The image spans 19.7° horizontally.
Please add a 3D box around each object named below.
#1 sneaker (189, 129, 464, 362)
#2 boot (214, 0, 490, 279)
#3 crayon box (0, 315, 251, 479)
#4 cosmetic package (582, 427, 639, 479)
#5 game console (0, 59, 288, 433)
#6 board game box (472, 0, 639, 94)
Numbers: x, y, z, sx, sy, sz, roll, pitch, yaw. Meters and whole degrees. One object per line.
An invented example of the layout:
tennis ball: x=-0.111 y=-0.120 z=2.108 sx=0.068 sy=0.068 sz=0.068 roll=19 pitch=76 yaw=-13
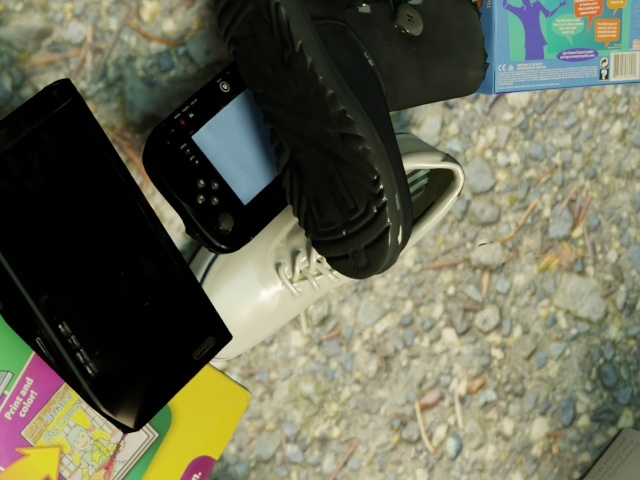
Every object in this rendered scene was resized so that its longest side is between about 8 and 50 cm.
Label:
sneaker: x=0.000 y=0.000 z=1.386 sx=0.258 sy=0.091 sz=0.094 roll=-41 pitch=116 yaw=-21
boot: x=0.054 y=-0.105 z=1.343 sx=0.207 sy=0.094 sz=0.246 roll=-14 pitch=74 yaw=-43
crayon box: x=-0.266 y=0.176 z=1.238 sx=0.313 sy=0.106 sz=0.363 roll=37 pitch=76 yaw=-30
cosmetic package: x=0.311 y=0.287 z=1.592 sx=0.151 sy=0.151 sz=0.184 roll=-47 pitch=119 yaw=-18
game console: x=-0.097 y=-0.044 z=1.278 sx=0.361 sy=0.044 sz=0.213 roll=-46 pitch=110 yaw=-43
board game box: x=0.190 y=-0.228 z=1.498 sx=0.160 sy=0.047 sz=0.210 roll=-6 pitch=101 yaw=-31
